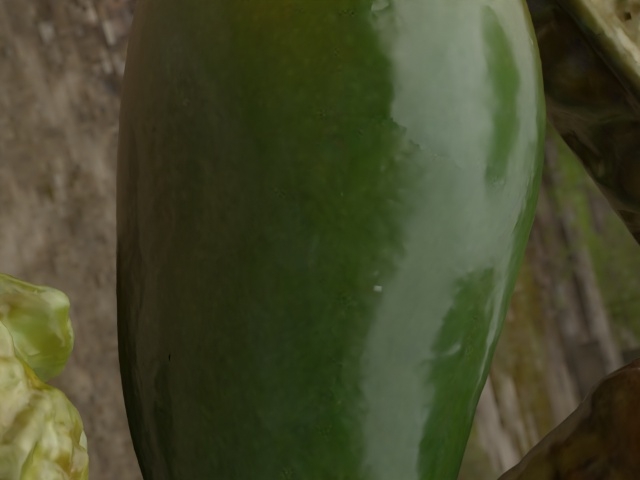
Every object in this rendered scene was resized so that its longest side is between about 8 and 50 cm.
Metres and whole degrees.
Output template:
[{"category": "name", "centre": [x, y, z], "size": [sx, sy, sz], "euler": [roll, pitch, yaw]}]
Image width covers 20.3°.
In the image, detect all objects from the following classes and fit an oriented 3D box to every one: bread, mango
[{"category": "bread", "centre": [0.150, -0.039, 0.679], "size": [0.269, 0.098, 0.087], "euler": [52, 3, -14]}, {"category": "mango", "centre": [0.000, 0.000, 0.558], "size": [0.114, 0.156, 0.251], "euler": [-6, 102, -42]}]

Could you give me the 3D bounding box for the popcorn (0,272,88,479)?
[{"category": "popcorn", "centre": [-0.257, 0.134, 0.958], "size": [0.225, 0.276, 0.276], "euler": [-56, 133, -54]}]

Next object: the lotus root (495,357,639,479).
[{"category": "lotus root", "centre": [0.094, 0.122, 0.540], "size": [0.135, 0.095, 0.159], "euler": [60, -27, 28]}]
